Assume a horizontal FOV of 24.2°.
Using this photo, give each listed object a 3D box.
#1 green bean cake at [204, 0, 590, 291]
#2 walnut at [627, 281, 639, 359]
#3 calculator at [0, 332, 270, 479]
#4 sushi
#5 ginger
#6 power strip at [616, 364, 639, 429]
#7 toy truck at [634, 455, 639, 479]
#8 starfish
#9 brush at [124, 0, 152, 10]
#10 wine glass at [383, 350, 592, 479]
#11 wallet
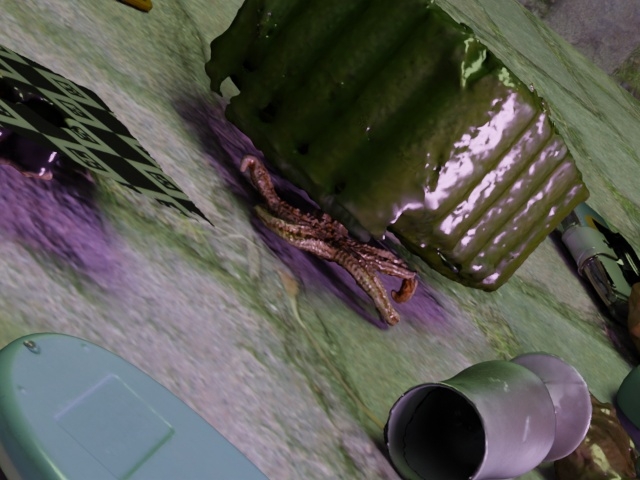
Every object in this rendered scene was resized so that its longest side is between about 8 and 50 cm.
[{"bbox_3d":[0.078,-0.108,1.458,0.335,0.218,0.319,48,5,30],"label":"green bean cake"},{"bbox_3d":[0.507,0.107,1.973,0.213,0.213,0.213,39,19,-16],"label":"walnut"},{"bbox_3d":[-0.073,0.167,0.856,0.303,0.042,0.188,42,18,2],"label":"calculator"},{"bbox_3d":[-0.239,-0.094,1.054,0.290,0.050,0.264,26,12,-39],"label":"sushi"},{"bbox_3d":[0.266,0.225,1.382,0.122,0.084,0.290,48,18,-13],"label":"ginger"},{"bbox_3d":[0.447,0.215,1.776,0.253,0.054,0.167,20,18,-40],"label":"power strip"},{"bbox_3d":[0.421,0.283,1.425,0.178,0.176,0.363,38,26,-16],"label":"toy truck"},{"bbox_3d":[0.007,-0.008,1.382,0.209,0.053,0.150,43,9,1],"label":"starfish"},{"bbox_3d":[-0.249,-0.267,1.458,0.103,0.013,0.272,54,20,25],"label":"brush"},{"bbox_3d":[0.143,0.151,1.254,0.103,0.103,0.231,52,23,20],"label":"wine glass"},{"bbox_3d":[0.413,0.033,2.133,0.170,0.069,0.231,35,21,-40],"label":"wallet"}]
